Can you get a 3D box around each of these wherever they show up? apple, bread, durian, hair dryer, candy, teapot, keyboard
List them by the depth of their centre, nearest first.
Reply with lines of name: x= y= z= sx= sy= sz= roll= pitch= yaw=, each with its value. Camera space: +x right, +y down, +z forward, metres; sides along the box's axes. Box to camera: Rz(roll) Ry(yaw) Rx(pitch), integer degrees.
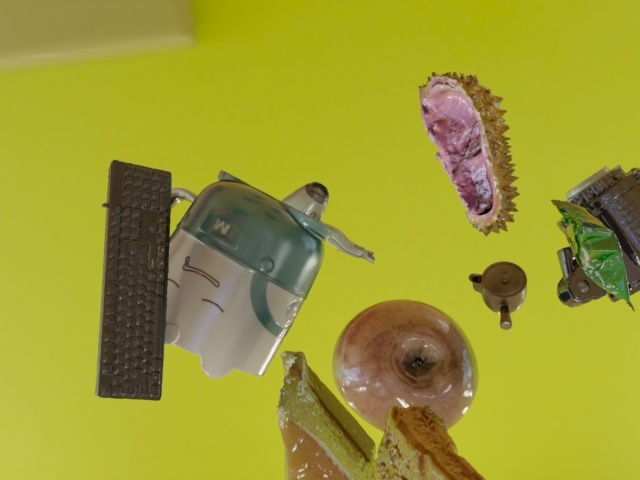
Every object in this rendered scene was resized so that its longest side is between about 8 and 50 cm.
bread: x=0.143 y=0.302 z=1.237 sx=0.077 sy=0.139 sz=0.271 roll=11 pitch=-169 yaw=-16
keyboard: x=-0.244 y=0.051 z=1.300 sx=0.101 sy=0.309 sz=0.018 roll=11 pitch=165 yaw=-37
teapot: x=0.258 y=0.087 z=1.449 sx=0.085 sy=0.110 sz=0.080 roll=0 pitch=143 yaw=9
candy: x=0.486 y=0.016 z=1.739 sx=0.078 sy=0.203 sz=0.141 roll=-28 pitch=-158 yaw=23
durian: x=0.304 y=-0.182 z=1.864 sx=0.112 sy=0.341 sz=0.191 roll=-16 pitch=167 yaw=-30
bread: x=-0.054 y=0.403 z=1.916 sx=0.245 sy=0.361 sz=0.233 roll=-28 pitch=-152 yaw=14
hair dryer: x=-0.033 y=0.003 z=2.057 sx=0.219 sy=0.225 sz=0.088 roll=-25 pitch=-151 yaw=25
apple: x=0.198 y=0.292 z=2.264 sx=0.345 sy=0.344 sz=0.269 roll=-6 pitch=-178 yaw=-2

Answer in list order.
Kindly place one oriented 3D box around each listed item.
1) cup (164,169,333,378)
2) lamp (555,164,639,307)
cup: x=-0.153 y=0.039 z=1.452 sx=0.290 sy=0.257 sz=0.219 roll=28 pitch=177 yaw=25
lamp: x=0.628 y=-0.023 z=2.042 sx=0.374 sy=0.272 sz=0.205 roll=-13 pitch=169 yaw=-18
